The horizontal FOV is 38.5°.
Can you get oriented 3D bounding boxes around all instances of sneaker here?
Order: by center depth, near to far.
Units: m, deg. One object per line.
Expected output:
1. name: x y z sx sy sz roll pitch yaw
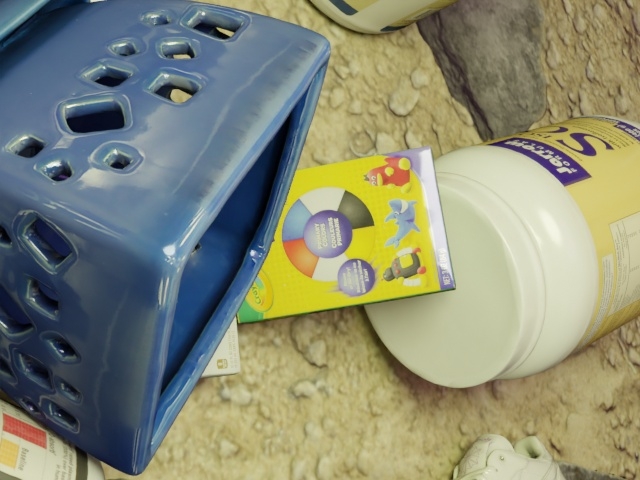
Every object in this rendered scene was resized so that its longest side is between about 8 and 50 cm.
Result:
1. sneaker: 0.156 0.292 0.955 0.305 0.114 0.152 -8 72 -45

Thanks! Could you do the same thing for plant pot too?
1. plant pot: -0.147 -0.029 0.598 0.212 0.236 0.236 25 46 5

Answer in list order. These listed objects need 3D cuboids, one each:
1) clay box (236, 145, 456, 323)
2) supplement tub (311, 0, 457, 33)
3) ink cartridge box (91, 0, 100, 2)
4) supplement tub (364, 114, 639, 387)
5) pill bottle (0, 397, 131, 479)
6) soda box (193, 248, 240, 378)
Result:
1. clay box: 0.000 0.000 0.815 0.053 0.222 0.127 29 51 -81
2. supplement tub: 0.127 -0.362 0.921 0.228 0.316 0.228 10 74 -38
3. ink cartridge box: -0.264 -0.202 0.735 0.181 0.056 0.224 19 67 -35
4. supplement tub: 0.223 0.005 0.969 0.331 0.241 0.240 -18 92 -41
5. pill bottle: -0.242 0.178 0.594 0.278 0.162 0.162 34 60 -29
6. soda box: -0.125 0.012 0.790 0.074 0.069 0.216 1 79 -39
